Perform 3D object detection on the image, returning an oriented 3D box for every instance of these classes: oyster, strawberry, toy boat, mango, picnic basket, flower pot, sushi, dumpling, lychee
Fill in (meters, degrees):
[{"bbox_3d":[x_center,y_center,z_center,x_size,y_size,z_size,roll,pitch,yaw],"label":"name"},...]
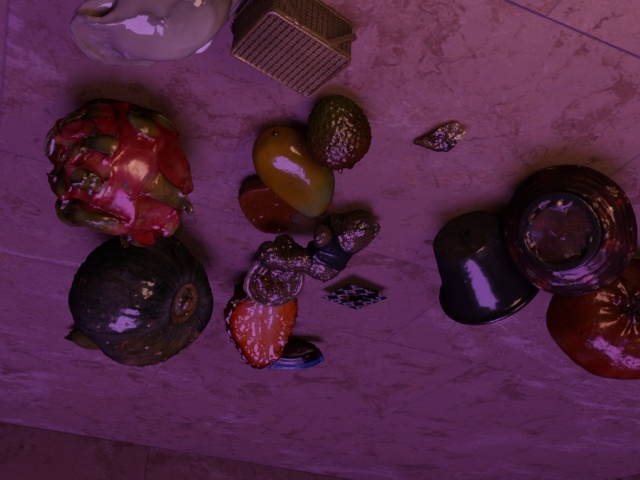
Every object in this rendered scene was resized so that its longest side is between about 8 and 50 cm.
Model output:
[{"bbox_3d":[0.212,-0.175,1.276,0.051,0.034,0.093,33,143,-28],"label":"oyster"},{"bbox_3d":[-0.158,0.196,1.807,0.190,0.111,0.236,-7,115,-20],"label":"strawberry"},{"bbox_3d":[-0.101,0.331,2.077,0.223,0.100,0.097,5,140,2],"label":"toy boat"},{"bbox_3d":[-0.045,-0.122,1.311,0.130,0.092,0.195,-15,126,16],"label":"mango"},{"bbox_3d":[-0.040,-0.295,1.057,0.164,0.079,0.115,24,143,-30],"label":"picnic basket"},{"bbox_3d":[0.322,0.037,1.472,0.235,0.235,0.148,-16,123,29],"label":"flower pot"},{"bbox_3d":[0.084,0.131,1.802,0.120,0.026,0.126,21,149,-31],"label":"sushi"},{"bbox_3d":[-0.213,-0.309,0.997,0.258,0.147,0.193,-22,167,-14],"label":"dumpling"},{"bbox_3d":[0.031,-0.175,1.220,0.114,0.114,0.146,-3,129,11],"label":"lychee"}]

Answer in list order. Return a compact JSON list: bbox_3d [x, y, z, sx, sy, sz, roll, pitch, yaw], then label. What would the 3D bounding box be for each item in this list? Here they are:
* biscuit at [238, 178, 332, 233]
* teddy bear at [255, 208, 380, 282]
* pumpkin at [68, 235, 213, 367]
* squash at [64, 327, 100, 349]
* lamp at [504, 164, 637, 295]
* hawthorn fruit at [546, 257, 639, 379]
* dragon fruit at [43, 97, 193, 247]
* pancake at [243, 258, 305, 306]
[{"bbox_3d":[-0.065,-0.073,1.469,0.192,0.036,0.186,-6,150,14],"label":"biscuit"},{"bbox_3d":[0.006,0.020,1.515,0.251,0.129,0.182,-21,-176,15],"label":"teddy bear"},{"bbox_3d":[-0.394,0.136,1.610,0.257,0.291,0.328,15,142,28],"label":"pumpkin"},{"bbox_3d":[-0.600,0.259,2.025,0.341,0.094,0.094,-12,145,26],"label":"squash"},{"bbox_3d":[0.455,-0.019,1.332,0.247,0.247,0.247,3,149,2],"label":"lamp"},{"bbox_3d":[0.652,0.182,1.626,0.287,0.287,0.330,2,164,3],"label":"hawthorn fruit"},{"bbox_3d":[-0.340,-0.109,1.261,0.237,0.231,0.303,-17,156,11],"label":"dragon fruit"},{"bbox_3d":[-0.108,0.095,1.699,0.151,0.025,0.152,-8,123,-12],"label":"pancake"}]
